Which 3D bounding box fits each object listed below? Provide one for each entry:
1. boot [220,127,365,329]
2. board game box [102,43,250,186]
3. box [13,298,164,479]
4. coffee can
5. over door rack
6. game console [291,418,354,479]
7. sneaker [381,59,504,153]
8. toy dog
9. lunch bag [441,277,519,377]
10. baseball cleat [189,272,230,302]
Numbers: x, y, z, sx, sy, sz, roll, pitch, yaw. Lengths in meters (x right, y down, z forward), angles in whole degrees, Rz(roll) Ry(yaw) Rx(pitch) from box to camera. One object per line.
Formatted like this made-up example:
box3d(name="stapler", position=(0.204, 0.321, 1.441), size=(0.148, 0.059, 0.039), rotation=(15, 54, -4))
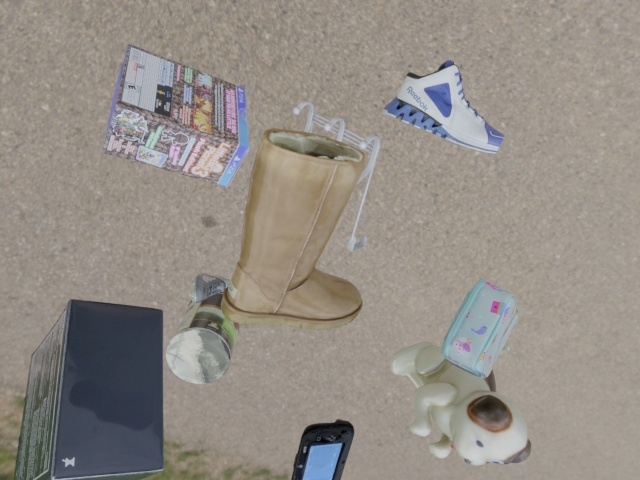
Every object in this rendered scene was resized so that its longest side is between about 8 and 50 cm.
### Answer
box3d(name="boot", position=(0.000, 0.000, 0.645), size=(0.236, 0.089, 0.269), rotation=(1, 127, -32))
box3d(name="board game box", position=(-0.331, -0.288, 1.131), size=(0.291, 0.231, 0.141), rotation=(14, 137, -28))
box3d(name="box", position=(-0.429, 0.308, 0.899), size=(0.183, 0.296, 0.294), rotation=(13, 143, -36))
box3d(name="coffee can", position=(-0.377, 0.313, 1.606), size=(0.202, 0.275, 0.201), rotation=(0, 111, 0))
box3d(name="over door rack", position=(0.014, -0.142, 1.167), size=(0.108, 0.240, 0.324), rotation=(-28, 140, -33))
box3d(name="game console", position=(-0.027, 0.499, 0.966), size=(0.214, 0.044, 0.360), rotation=(-2, 119, -26))
box3d(name="sneaker", position=(0.336, -0.348, 1.222), size=(0.316, 0.127, 0.182), rotation=(21, 105, -2))
box3d(name="toy dog", position=(0.455, 0.499, 1.451), size=(0.396, 0.408, 0.284), rotation=(-25, 112, 0))
box3d(name="lunch bag", position=(0.400, 0.217, 1.185), size=(0.223, 0.108, 0.279), rotation=(-62, 151, -7))
box3d(name="baseball cleat", position=(-0.307, 0.128, 1.360), size=(0.110, 0.206, 0.071), rotation=(6, 100, -9))
